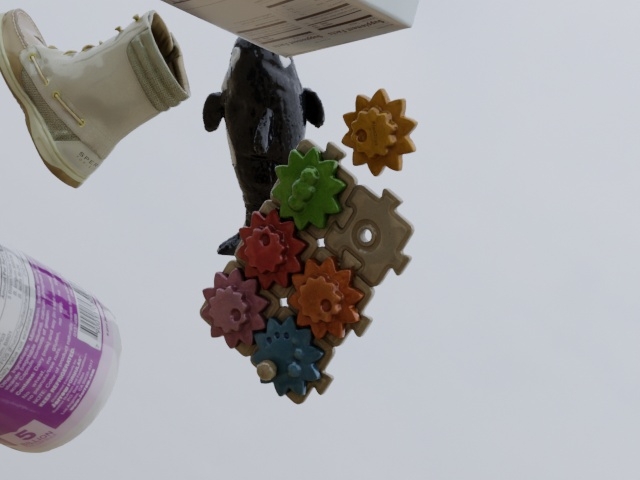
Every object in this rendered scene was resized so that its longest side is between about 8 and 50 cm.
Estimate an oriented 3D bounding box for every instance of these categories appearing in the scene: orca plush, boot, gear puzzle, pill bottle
[{"bbox_3d":[-0.086,-0.115,1.980,0.151,0.287,0.102,17,14,5],"label":"orca plush"},{"bbox_3d":[-0.223,-0.176,1.582,0.077,0.165,0.213,30,28,-58],"label":"boot"},{"bbox_3d":[0.000,0.000,1.638,0.175,0.339,0.044,41,24,22],"label":"gear puzzle"},{"bbox_3d":[-0.328,0.068,1.427,0.169,0.169,0.301,13,-15,40],"label":"pill bottle"}]

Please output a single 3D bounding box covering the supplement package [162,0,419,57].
[{"bbox_3d":[-0.059,-0.293,1.292,0.263,0.199,0.198,22,-13,-30],"label":"supplement package"}]
